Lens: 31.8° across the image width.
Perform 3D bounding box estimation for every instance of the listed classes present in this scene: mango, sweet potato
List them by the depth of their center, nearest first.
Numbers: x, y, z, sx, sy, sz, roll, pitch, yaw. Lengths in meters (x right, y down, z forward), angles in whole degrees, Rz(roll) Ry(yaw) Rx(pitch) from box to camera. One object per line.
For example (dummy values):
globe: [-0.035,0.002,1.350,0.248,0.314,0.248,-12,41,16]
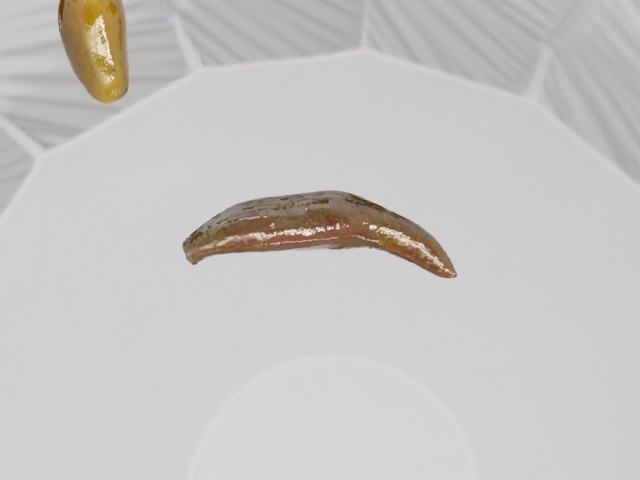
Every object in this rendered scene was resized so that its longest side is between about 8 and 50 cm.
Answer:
sweet potato: [0.003,-0.010,1.030,0.058,0.255,0.078,126,-34,-66]
mango: [-0.310,-0.278,1.555,0.115,0.090,0.178,19,-58,60]
